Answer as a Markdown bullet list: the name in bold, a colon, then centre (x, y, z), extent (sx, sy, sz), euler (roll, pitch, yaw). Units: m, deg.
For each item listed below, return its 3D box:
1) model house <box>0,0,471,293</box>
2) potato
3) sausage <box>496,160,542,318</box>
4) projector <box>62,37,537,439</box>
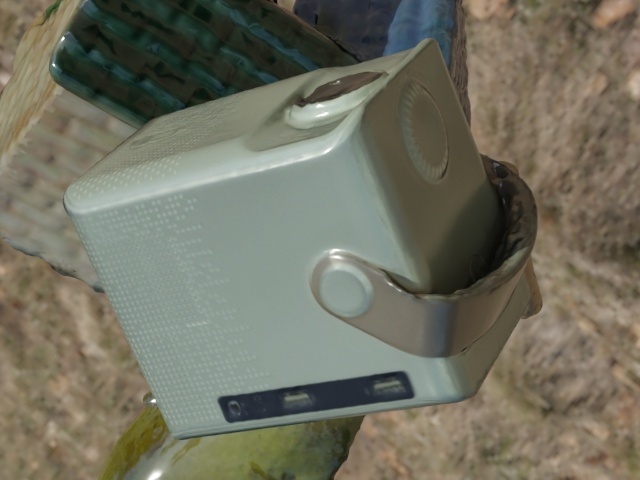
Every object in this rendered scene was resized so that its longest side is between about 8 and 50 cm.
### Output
- **model house**: centre (-0.049, -0.133, 1.391), extent (0.445, 0.395, 0.400), euler (28, 140, -18)
- **potato**: centre (-0.092, 0.165, 1.015), extent (0.111, 0.272, 0.160), euler (21, -166, -45)
- **sausage**: centre (0.263, 0.006, 2.000), extent (0.065, 0.066, 0.301), euler (31, 153, 37)
- **projector**: centre (0.000, 0.000, 0.836), extent (0.242, 0.163, 0.177), euler (-11, 112, 31)
